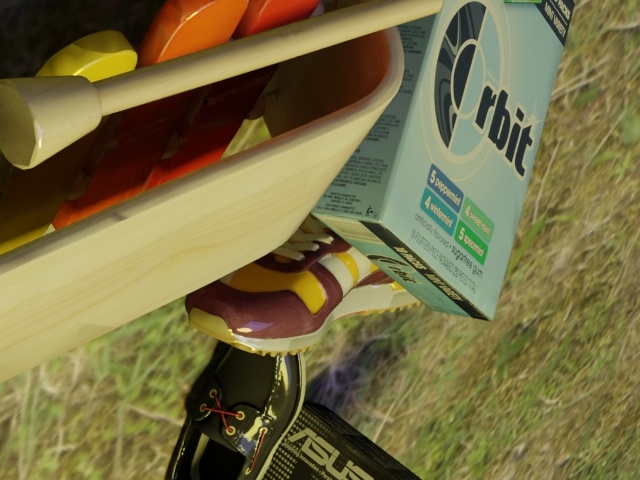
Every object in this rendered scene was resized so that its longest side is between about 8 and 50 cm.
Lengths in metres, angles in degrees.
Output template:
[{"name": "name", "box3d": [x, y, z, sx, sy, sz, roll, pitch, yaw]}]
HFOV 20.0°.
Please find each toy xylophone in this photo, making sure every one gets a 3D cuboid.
[{"name": "toy xylophone", "box3d": [-0.082, -0.034, 0.696, 0.322, 0.081, 0.236, -23, 162, -42]}]

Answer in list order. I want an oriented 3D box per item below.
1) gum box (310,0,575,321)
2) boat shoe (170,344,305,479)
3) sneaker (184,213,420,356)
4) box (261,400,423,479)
[{"name": "gum box", "box3d": [0.067, -0.071, 0.907, 0.157, 0.041, 0.184, 37, 66, -59]}, {"name": "boat shoe", "box3d": [-0.045, 0.097, 0.972, 0.042, 0.049, 0.133, -25, 143, -52]}, {"name": "sneaker", "box3d": [0.000, 0.000, 0.934, 0.185, 0.069, 0.084, -19, 126, -52]}, {"name": "box", "box3d": [0.013, 0.217, 1.030, 0.184, 0.190, 0.045, -59, 150, 9]}]
